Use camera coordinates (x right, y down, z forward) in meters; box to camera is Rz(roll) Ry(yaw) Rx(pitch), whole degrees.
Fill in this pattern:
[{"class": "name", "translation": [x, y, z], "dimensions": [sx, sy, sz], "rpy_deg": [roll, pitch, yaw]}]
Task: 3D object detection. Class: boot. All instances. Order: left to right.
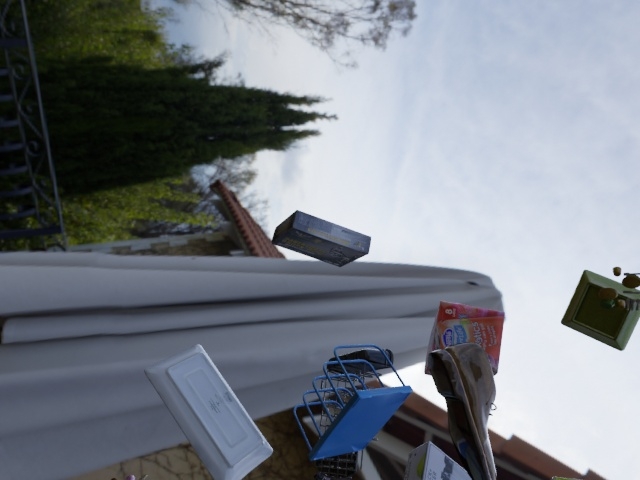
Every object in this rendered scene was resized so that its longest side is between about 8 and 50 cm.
[{"class": "boot", "translation": [0.320, 0.356, 1.075], "dimensions": [0.112, 0.115, 0.306], "rpy_deg": [169, -95, -71]}]

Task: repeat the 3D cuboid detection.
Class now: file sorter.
[{"class": "file sorter", "translation": [0.046, 0.269, 0.891], "dimensions": [0.170, 0.118, 0.104], "rpy_deg": [-60, -137, 28]}]

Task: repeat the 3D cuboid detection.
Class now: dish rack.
[{"class": "dish rack", "translation": [0.064, 0.373, 1.149], "dimensions": [0.208, 0.074, 0.272], "rpy_deg": [-37, -140, 58]}]

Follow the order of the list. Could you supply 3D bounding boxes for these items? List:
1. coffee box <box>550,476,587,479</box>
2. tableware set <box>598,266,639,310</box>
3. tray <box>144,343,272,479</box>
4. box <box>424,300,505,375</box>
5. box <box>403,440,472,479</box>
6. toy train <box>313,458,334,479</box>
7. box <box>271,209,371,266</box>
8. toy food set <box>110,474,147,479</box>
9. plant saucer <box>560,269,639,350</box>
[{"class": "coffee box", "translation": [0.889, 0.957, 1.648], "dimensions": [0.334, 0.337, 0.338], "rpy_deg": [71, 23, -56]}, {"class": "tableware set", "translation": [0.810, 0.132, 1.434], "dimensions": [0.024, 0.103, 0.154], "rpy_deg": [-65, 145, -43]}, {"class": "tray", "translation": [-0.207, 0.325, 1.019], "dimensions": [0.270, 0.145, 0.030], "rpy_deg": [51, -58, 14]}, {"class": "box", "translation": [0.348, 0.263, 1.314], "dimensions": [0.300, 0.154, 0.142], "rpy_deg": [68, 34, -67]}, {"class": "box", "translation": [0.359, 0.705, 1.424], "dimensions": [0.087, 0.290, 0.169], "rpy_deg": [-47, -176, 33]}, {"class": "toy train", "translation": [0.009, 0.567, 1.278], "dimensions": [0.027, 0.158, 0.036], "rpy_deg": [-37, -89, 37]}, {"class": "box", "translation": [0.000, 0.000, 1.484], "dimensions": [0.183, 0.230, 0.056], "rpy_deg": [-30, -136, 63]}, {"class": "toy food set", "translation": [-0.391, 0.472, 1.002], "dimensions": [0.078, 0.122, 0.019], "rpy_deg": [-38, 114, -70]}, {"class": "plant saucer", "translation": [0.836, 0.207, 1.570], "dimensions": [0.188, 0.045, 0.189], "rpy_deg": [26, -76, 32]}]
